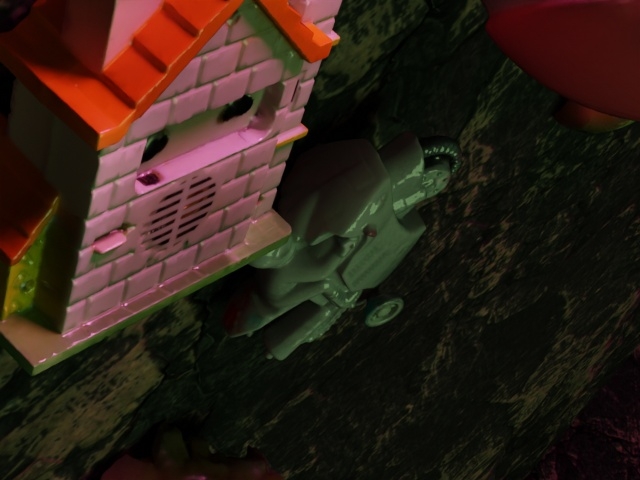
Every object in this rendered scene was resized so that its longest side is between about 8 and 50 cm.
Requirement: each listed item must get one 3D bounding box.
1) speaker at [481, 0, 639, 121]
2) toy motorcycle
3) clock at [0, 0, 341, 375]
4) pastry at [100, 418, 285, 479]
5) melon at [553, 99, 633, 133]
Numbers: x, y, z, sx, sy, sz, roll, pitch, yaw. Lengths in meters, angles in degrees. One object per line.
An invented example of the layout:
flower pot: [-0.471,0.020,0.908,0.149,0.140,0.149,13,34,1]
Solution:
speaker: [0.220,-0.210,0.829,0.294,0.294,0.294,-38,159,-17]
toy motorcycle: [0.000,0.000,1.147,0.171,0.110,0.260,2,140,-42]
clock: [-0.094,-0.081,0.796,0.220,0.106,0.255,-28,150,-41]
pastry: [-0.127,0.349,1.308,0.330,0.329,0.136,-32,167,-30]
melon: [0.335,-0.171,1.469,0.128,0.079,0.160,-15,145,-51]
